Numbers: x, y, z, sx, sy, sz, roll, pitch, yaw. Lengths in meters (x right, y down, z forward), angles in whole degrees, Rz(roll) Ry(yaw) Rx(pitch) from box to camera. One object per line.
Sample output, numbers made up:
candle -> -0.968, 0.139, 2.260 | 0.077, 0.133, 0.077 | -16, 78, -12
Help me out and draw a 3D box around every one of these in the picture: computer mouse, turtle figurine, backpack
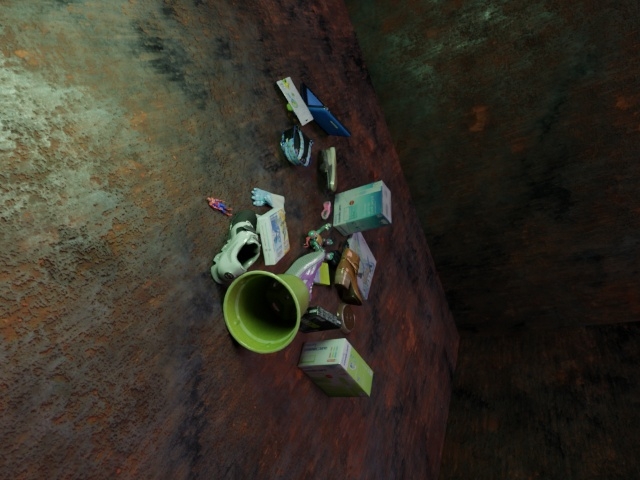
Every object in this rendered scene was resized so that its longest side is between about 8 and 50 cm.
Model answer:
computer mouse -> 0.099, 0.067, 2.165 | 0.071, 0.041, 0.242 | 56, 33, -8
turtle figurine -> 0.000, 0.000, 1.948 | 0.234, 0.117, 0.176 | 53, 49, -61
backpack -> -0.112, -0.427, 1.934 | 0.158, 0.116, 0.174 | 33, 50, -51

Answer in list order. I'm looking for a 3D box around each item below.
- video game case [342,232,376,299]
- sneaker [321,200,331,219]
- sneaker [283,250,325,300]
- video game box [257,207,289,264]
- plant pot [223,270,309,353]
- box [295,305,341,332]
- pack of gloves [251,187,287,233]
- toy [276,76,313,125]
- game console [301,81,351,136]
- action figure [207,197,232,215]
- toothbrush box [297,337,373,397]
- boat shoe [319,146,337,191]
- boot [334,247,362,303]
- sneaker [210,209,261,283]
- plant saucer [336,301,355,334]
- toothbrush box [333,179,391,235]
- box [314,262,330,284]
video game case -> 0.225, 0.124, 2.365 | 0.300, 0.036, 0.329 | 59, 34, -28
sneaker -> 0.038, -0.149, 2.156 | 0.057, 0.047, 0.120 | 62, 31, -45
sneaker -> -0.062, 0.168, 1.777 | 0.282, 0.102, 0.161 | -40, 117, -39
video game box -> -0.182, -0.022, 1.634 | 0.205, 0.048, 0.187 | -52, 139, -70
plant pot -> -0.159, 0.225, 1.461 | 0.254, 0.275, 0.277 | -16, 92, -72
box -> -0.037, 0.325, 1.672 | 0.190, 0.184, 0.045 | 40, 46, -48
pack of gloves -> -0.200, -0.117, 1.722 | 0.232, 0.046, 0.195 | 10, 69, -58
toy -> -0.138, -0.694, 2.067 | 0.238, 0.056, 0.137 | 61, 36, -16
game console -> 0.034, -0.724, 2.274 | 0.293, 0.250, 0.174 | 29, 80, -52
action figure -> -0.361, -0.125, 1.465 | 0.115, 0.030, 0.038 | 32, 56, -49
toothbrush box -> 0.069, 0.547, 1.741 | 0.283, 0.206, 0.122 | 56, 36, -33
boat shoe -> 0.041, -0.382, 2.208 | 0.103, 0.092, 0.286 | 74, 13, -61
boot -> 0.160, 0.194, 2.124 | 0.283, 0.108, 0.220 | 49, 46, -40
sneaker -> -0.261, 0.008, 1.466 | 0.122, 0.146, 0.331 | 50, 37, -36
plant saucer -> 0.136, 0.398, 2.102 | 0.168, 0.029, 0.169 | 33, 51, -52
toothbrush box -> 0.226, -0.172, 2.232 | 0.126, 0.295, 0.217 | 39, 47, -45
box -> -0.022, 0.150, 1.918 | 0.178, 0.042, 0.109 | 20, 60, -55
